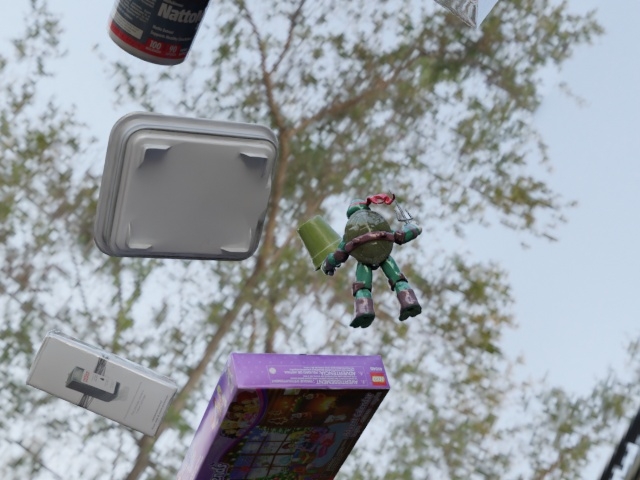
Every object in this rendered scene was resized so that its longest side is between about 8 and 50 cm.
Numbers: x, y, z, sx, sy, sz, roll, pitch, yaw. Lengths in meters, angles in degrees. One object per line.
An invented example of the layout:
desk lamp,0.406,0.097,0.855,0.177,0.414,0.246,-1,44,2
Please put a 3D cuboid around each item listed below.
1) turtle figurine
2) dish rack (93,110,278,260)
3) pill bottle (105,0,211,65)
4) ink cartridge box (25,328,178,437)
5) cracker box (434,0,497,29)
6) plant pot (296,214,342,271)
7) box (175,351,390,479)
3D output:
turtle figurine,0.079,0.019,1.793,0.175,0.234,0.118,-18,-28,10
dish rack,-0.236,-0.084,2.067,0.072,0.333,0.285,42,-56,55
pill bottle,-0.178,-0.310,1.333,0.108,0.108,0.180,30,-60,4
ink cartridge box,-0.346,0.224,1.777,0.218,0.092,0.158,26,-7,-7
cracker box,0.185,-0.397,1.634,0.156,0.067,0.232,36,4,6
plant pot,0.000,0.000,1.973,0.079,0.083,0.083,55,-37,5
box,-0.056,0.254,1.448,0.201,0.057,0.293,3,-43,-22
